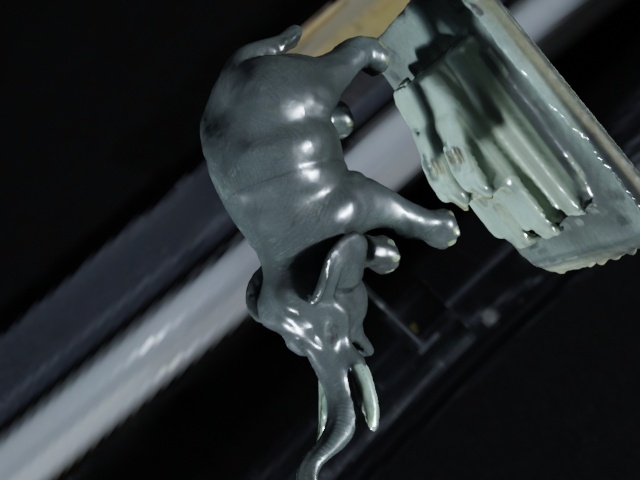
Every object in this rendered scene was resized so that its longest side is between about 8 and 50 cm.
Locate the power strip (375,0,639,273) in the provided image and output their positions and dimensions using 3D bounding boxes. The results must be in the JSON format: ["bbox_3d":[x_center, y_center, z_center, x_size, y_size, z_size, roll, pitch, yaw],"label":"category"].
[{"bbox_3d":[0.104,-0.057,0.954,0.064,0.213,0.198,-38,180,-16],"label":"power strip"}]

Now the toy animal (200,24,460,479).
[{"bbox_3d":[0.008,0.002,0.867,0.082,0.137,0.270,-25,-105,48],"label":"toy animal"}]
